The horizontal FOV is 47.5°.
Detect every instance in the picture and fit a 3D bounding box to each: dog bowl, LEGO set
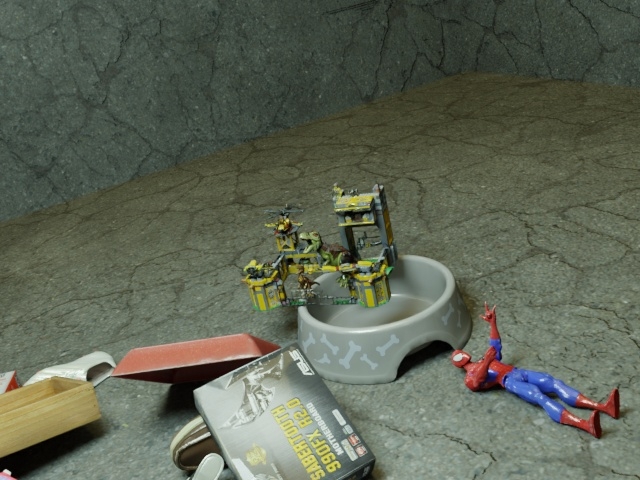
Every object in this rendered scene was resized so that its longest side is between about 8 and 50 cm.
[{"bbox_3d":[0.114,0.137,1.411,0.348,0.102,0.349,-11,22,5],"label":"dog bowl"},{"bbox_3d":[0.000,0.000,1.409,0.331,0.192,0.255,-1,25,27],"label":"LEGO set"}]

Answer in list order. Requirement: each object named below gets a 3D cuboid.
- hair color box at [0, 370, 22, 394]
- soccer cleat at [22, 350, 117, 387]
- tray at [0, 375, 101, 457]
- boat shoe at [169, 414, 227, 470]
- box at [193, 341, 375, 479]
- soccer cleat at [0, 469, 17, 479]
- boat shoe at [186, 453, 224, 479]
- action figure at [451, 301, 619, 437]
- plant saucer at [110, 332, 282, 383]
[{"bbox_3d":[-0.654,0.321,1.452,0.072,0.043,0.141,-13,24,-1],"label":"hair color box"},{"bbox_3d":[-0.502,0.278,1.449,0.196,0.068,0.076,-25,28,-33],"label":"soccer cleat"},{"bbox_3d":[-0.602,0.333,1.213,0.411,0.076,0.203,-15,4,-38],"label":"tray"},{"bbox_3d":[-0.106,0.306,1.141,0.257,0.095,0.095,-19,29,-15],"label":"boat shoe"},{"bbox_3d":[-0.057,0.283,1.079,0.183,0.056,0.231,-22,53,-23],"label":"box"},{"bbox_3d":[-0.574,0.419,1.145,0.248,0.083,0.095,-7,33,18],"label":"soccer cleat"},{"bbox_3d":[-0.185,0.371,1.070,0.046,0.038,0.125,30,70,5],"label":"boat shoe"},{"bbox_3d":[0.315,0.192,1.139,0.091,0.139,0.280,-28,25,-35],"label":"action figure"},{"bbox_3d":[-0.195,0.209,1.277,0.259,0.048,0.258,-10,-16,10],"label":"plant saucer"}]
